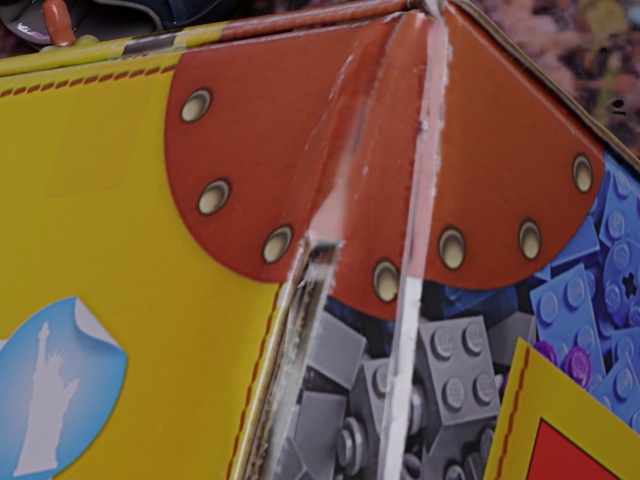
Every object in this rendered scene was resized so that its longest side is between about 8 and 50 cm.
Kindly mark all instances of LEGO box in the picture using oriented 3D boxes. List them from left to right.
[{"bbox_3d":[-0.160,0.165,0.525,0.500,0.193,0.372,-3,60,40],"label":"LEGO box"}]

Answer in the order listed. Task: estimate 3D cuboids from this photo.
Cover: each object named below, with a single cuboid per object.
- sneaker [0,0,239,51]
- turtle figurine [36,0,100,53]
[{"bbox_3d":[-0.103,-0.179,0.863,0.163,0.086,0.226,-38,69,-15],"label":"sneaker"},{"bbox_3d":[0.000,0.000,0.759,0.270,0.087,0.217,20,79,-12],"label":"turtle figurine"}]
